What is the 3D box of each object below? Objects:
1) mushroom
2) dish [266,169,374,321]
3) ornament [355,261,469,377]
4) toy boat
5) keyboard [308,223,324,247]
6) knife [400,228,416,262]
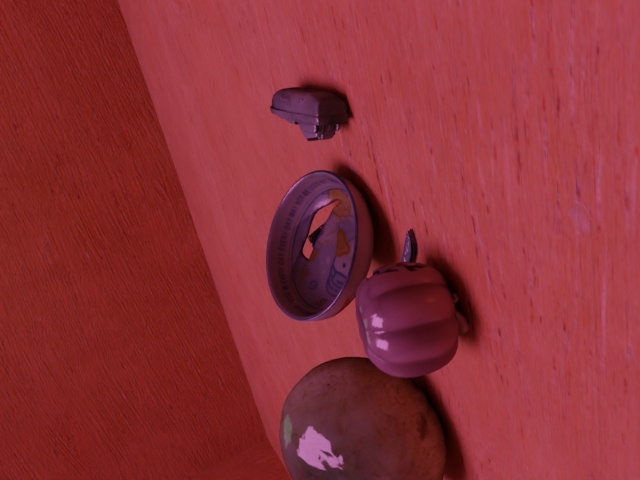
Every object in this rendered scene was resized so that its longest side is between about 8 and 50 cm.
[{"bbox_3d":[0.089,0.393,1.604,0.352,0.260,0.352,14,118,28],"label":"mushroom"},{"bbox_3d":[0.027,0.018,1.505,0.273,0.134,0.273,-17,68,49],"label":"dish"},{"bbox_3d":[0.139,0.117,1.251,0.177,0.177,0.177,58,163,29],"label":"ornament"},{"bbox_3d":[-0.030,-0.223,1.441,0.260,0.078,0.085,-150,54,-63],"label":"toy boat"},{"bbox_3d":[0.000,0.000,1.809,0.053,0.010,0.155,65,165,3],"label":"keyboard"},{"bbox_3d":[0.143,0.049,1.380,0.210,0.015,0.028,91,157,-57],"label":"knife"}]
